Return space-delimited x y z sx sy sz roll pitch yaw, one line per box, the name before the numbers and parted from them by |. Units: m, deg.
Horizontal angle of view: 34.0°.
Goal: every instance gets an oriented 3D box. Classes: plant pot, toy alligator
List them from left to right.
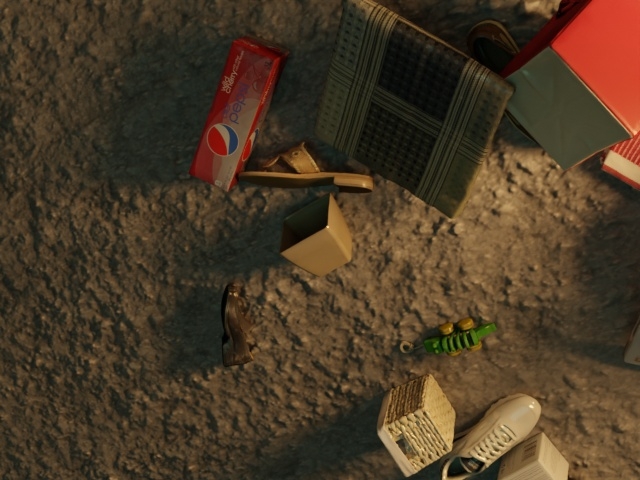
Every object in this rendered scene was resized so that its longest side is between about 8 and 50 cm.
plant pot | 0.000 0.000 1.883 0.109 0.109 0.096 -30 119 23
toy alligator | 0.229 0.188 1.920 0.190 0.051 0.056 -16 105 20

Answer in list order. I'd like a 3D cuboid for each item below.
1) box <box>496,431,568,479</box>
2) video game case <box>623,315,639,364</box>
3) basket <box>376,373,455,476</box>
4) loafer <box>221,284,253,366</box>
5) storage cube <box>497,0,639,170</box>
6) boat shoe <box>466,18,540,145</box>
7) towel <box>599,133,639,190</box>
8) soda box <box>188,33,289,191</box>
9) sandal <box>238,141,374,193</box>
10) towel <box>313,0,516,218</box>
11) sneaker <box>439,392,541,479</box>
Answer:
box | 0.395 0.433 1.942 0.102 0.101 0.087 -37 98 26
video game case | 0.683 0.166 1.696 0.329 0.036 0.300 11 154 11
basket | 0.181 0.336 1.929 0.103 0.167 0.113 -29 100 18
loafer | -0.160 0.163 2.020 0.061 0.062 0.170 -2 115 -8
storage cube | 0.409 -0.254 1.587 0.215 0.193 0.184 46 156 -6
boat shoe | 0.323 -0.241 1.706 0.095 0.095 0.257 -40 96 24
towel | 0.633 -0.198 1.674 0.237 0.037 0.329 30 117 0
soda box | -0.145 -0.225 1.841 0.083 0.092 0.263 25 115 6
sandal | -0.022 -0.136 1.866 0.240 0.088 0.079 6 80 6
towel | 0.143 -0.216 1.712 0.312 0.056 0.324 32 143 12
sneaker | 0.317 0.377 1.946 0.090 0.095 0.235 45 113 -2
